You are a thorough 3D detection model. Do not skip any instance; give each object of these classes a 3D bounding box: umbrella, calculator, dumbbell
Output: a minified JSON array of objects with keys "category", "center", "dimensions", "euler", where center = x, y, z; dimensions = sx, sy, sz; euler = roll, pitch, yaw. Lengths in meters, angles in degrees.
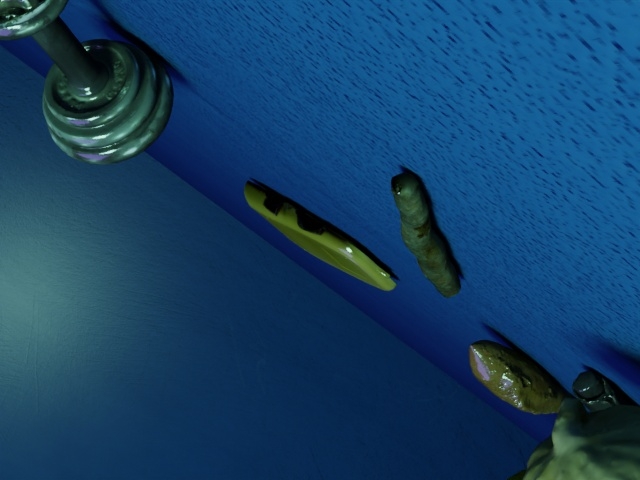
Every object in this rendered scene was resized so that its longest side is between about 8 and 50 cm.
[{"category":"umbrella","center":[0.264,0.154,0.649],"dimensions":[0.133,0.031,0.036],"euler":[38,148,-26]},{"category":"calculator","center":[0.000,0.000,0.968],"dimensions":[0.236,0.033,0.157],"euler":[29,171,40]},{"category":"dumbbell","center":[-0.192,-0.145,0.544],"dimensions":[0.110,0.110,0.254],"euler":[34,169,21]}]

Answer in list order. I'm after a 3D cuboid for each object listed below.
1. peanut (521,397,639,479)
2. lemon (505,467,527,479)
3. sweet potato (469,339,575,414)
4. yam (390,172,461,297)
[{"category":"peanut","center":[0.256,0.191,0.412],"dimensions":[0.291,0.143,0.159],"euler":[30,168,14]},{"category":"lemon","center":[0.328,0.405,0.859],"dimensions":[0.364,0.364,0.364],"euler":[35,175,4]},{"category":"sweet potato","center":[0.225,0.160,0.829],"dimensions":[0.206,0.060,0.068],"euler":[27,-145,-35]},{"category":"yam","center":[0.075,0.001,0.531],"dimensions":[0.027,0.029,0.234],"euler":[5,163,18]}]
